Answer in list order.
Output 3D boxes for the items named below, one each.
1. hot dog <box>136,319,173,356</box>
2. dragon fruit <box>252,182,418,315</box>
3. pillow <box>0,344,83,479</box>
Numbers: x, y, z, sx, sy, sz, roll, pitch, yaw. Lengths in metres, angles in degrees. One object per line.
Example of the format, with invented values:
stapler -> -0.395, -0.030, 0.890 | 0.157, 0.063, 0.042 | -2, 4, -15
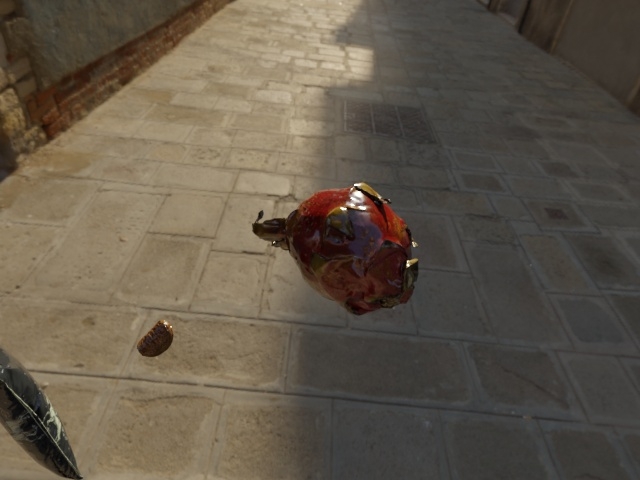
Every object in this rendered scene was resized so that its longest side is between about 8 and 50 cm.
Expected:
hot dog -> -0.343, 0.207, 0.907 | 0.083, 0.035, 0.058 | -44, 69, -1
dragon fruit -> 0.000, 0.000, 0.485 | 0.246, 0.125, 0.125 | 10, 65, 46
pillow -> -0.391, 0.223, 0.567 | 0.141, 0.208, 0.055 | 14, 37, 33
